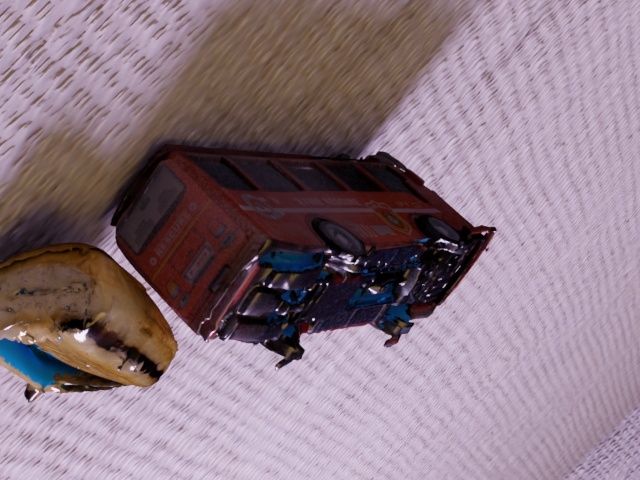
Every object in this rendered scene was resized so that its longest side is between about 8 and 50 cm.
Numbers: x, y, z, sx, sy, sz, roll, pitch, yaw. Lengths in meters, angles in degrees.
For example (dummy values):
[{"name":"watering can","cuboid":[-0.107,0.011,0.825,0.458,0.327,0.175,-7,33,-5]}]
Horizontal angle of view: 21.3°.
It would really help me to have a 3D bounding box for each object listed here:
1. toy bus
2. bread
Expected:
[{"name":"toy bus","cuboid":[0.000,0.000,0.822,0.073,0.096,0.235,-52,160,20]},{"name":"bread","cuboid":[-0.105,0.035,0.731,0.072,0.053,0.106,-4,162,10]}]
